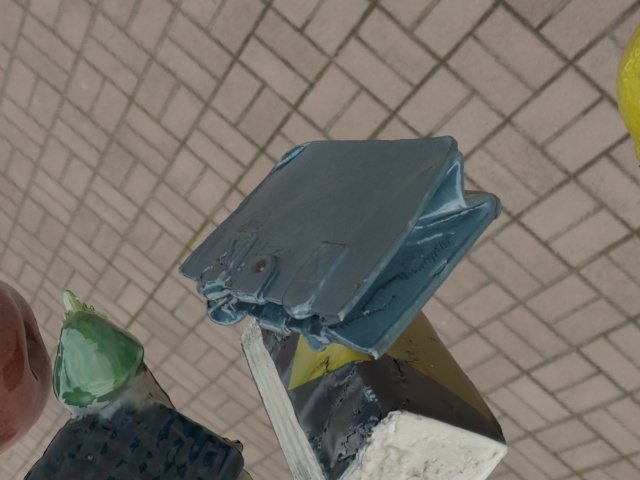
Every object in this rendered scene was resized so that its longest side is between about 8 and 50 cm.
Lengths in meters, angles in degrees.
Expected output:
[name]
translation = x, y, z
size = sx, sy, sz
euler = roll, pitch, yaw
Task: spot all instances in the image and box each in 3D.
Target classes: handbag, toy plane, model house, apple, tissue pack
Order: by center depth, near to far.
[model house]
translation = -0.194, 0.221, 0.525
size = 0.243, 0.298, 0.284
euler = 1, 129, 25
[handbag]
translation = 0.000, 0.000, 0.581
size = 0.229, 0.179, 0.062
euler = 9, 141, 55
[apple]
translation = -0.496, 0.168, 1.038
size = 0.306, 0.235, 0.306
euler = 163, 90, -81
[tissue pack]
translation = 0.063, 0.234, 1.219
size = 0.264, 0.416, 0.253
euler = 21, 114, -31
[toy plane]
translation = -0.406, 0.134, 1.304
size = 0.040, 0.102, 0.111
euler = -10, 104, 35

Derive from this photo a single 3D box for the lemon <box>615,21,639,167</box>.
[lemon]
translation = 0.223, -0.091, 0.430
size = 0.109, 0.109, 0.133
euler = 35, 112, 2
